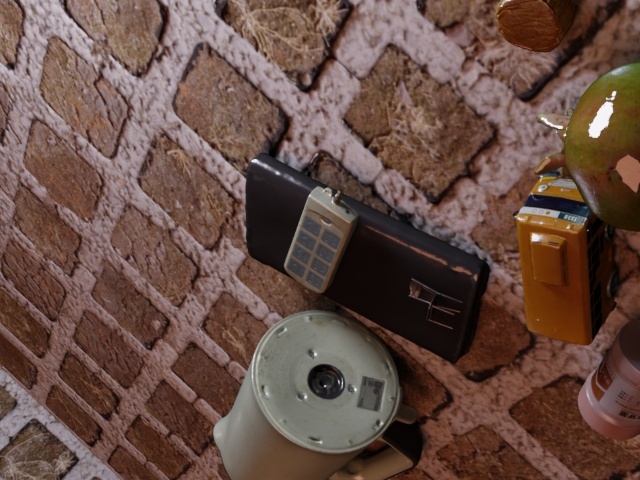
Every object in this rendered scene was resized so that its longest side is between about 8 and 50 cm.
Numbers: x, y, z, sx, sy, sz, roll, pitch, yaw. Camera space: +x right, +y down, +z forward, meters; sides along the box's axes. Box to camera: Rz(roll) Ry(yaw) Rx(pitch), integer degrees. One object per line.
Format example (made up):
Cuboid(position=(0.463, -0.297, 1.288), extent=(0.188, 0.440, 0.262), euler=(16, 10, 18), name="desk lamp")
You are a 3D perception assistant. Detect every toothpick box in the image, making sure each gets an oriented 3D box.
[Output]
Cuboid(position=(0.413, 0.185, 1.230), extent=(0.098, 0.098, 0.149), euler=(32, 140, 16), name="toothpick box")

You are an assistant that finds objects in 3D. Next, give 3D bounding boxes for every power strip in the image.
Cuboid(position=(0.000, 0.000, 1.392), extent=(0.080, 0.029, 0.227), euler=(35, 141, 12), name="power strip")

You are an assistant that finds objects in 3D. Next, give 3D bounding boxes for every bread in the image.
Cuboid(position=(0.236, -0.250, 1.015), extent=(0.085, 0.053, 0.085), euler=(25, 150, 15), name="bread")

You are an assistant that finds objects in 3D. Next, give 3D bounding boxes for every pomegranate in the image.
Cuboid(position=(0.324, -0.100, 0.990), extent=(0.224, 0.181, 0.181), euler=(10, 133, 57), name="pomegranate")

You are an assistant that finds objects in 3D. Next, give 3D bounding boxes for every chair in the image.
Cuboid(position=(0.158, 0.091, 1.330), extent=(0.086, 0.042, 0.037), euler=(24, 136, 21), name="chair")

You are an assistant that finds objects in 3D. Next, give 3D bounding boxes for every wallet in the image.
Cuboid(position=(0.060, 0.027, 1.441), extent=(0.406, 0.062, 0.228), euler=(27, 139, 20), name="wallet")

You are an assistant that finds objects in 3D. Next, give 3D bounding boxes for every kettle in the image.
Cuboid(position=(0.011, 0.332, 1.674), extent=(0.361, 0.250, 0.377), euler=(15, 146, -10), name="kettle")

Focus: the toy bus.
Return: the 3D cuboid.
Cuboid(position=(0.306, 0.024, 1.161), extent=(0.098, 0.114, 0.201), euler=(13, 133, 33), name="toy bus")
